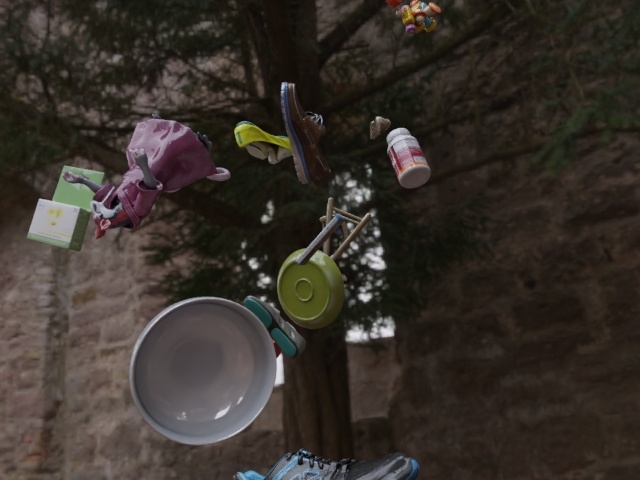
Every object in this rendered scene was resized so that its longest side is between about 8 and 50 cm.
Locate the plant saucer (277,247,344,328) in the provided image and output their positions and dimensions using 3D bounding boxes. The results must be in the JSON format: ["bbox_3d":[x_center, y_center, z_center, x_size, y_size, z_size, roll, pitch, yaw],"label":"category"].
[{"bbox_3d":[-0.040,0.144,2.210,0.241,0.241,0.037,-21,-8,34],"label":"plant saucer"}]

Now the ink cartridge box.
[{"bbox_3d":[-0.722,-0.098,2.131,0.171,0.235,0.056,12,-6,28],"label":"ink cartridge box"}]

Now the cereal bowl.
[{"bbox_3d":[-0.282,0.295,1.751,0.338,0.339,0.141,4,-2,-24],"label":"cereal bowl"}]

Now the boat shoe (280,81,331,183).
[{"bbox_3d":[-0.025,-0.192,1.314,0.066,0.066,0.183,-12,-65,4],"label":"boat shoe"}]

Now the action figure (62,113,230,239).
[{"bbox_3d":[-0.447,-0.135,1.882,0.248,0.370,0.276,4,-37,39],"label":"action figure"}]

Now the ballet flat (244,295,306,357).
[{"bbox_3d":[-0.122,0.228,2.047,0.072,0.213,0.068,-45,-5,37],"label":"ballet flat"}]

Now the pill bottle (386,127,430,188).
[{"bbox_3d":[0.225,-0.217,1.959,0.086,0.152,0.086,-11,-35,-8],"label":"pill bottle"}]

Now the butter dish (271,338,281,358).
[{"bbox_3d":[-0.176,0.338,2.278,0.160,0.118,0.160,-22,15,13],"label":"butter dish"}]

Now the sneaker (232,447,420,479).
[{"bbox_3d":[-0.005,0.401,1.235,0.340,0.140,0.125,-25,-24,16],"label":"sneaker"}]

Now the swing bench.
[{"bbox_3d":[0.056,0.004,2.635,0.165,0.255,0.253,22,-2,1],"label":"swing bench"}]

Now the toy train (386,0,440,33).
[{"bbox_3d":[0.176,-0.460,1.442,0.046,0.125,0.166,-30,-5,35],"label":"toy train"}]

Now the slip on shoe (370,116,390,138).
[{"bbox_3d":[0.165,-0.316,2.104,0.041,0.052,0.135,1,-9,-6],"label":"slip on shoe"}]

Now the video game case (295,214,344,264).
[{"bbox_3d":[0.000,0.000,2.024,0.166,0.015,0.119,-49,-7,3],"label":"video game case"}]

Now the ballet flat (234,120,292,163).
[{"bbox_3d":[-0.140,-0.247,2.000,0.077,0.077,0.231,-23,-24,33],"label":"ballet flat"}]
